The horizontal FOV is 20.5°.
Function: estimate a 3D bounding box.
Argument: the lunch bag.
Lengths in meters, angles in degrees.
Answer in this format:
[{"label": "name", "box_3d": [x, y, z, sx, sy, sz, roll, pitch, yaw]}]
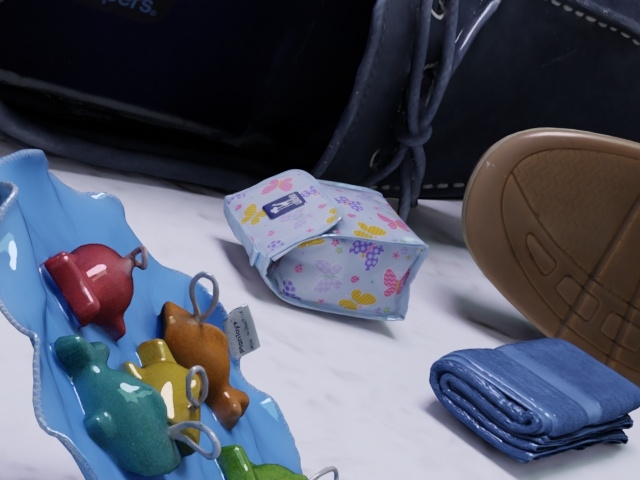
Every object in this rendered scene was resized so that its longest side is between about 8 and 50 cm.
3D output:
[{"label": "lunch bag", "box_3d": [0.000, 0.000, 0.855, 0.083, 0.053, 0.071, 8, 22, -22]}]

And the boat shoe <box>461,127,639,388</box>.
[{"label": "boat shoe", "box_3d": [0.216, 0.028, 0.994, 0.342, 0.123, 0.123, 19, 5, -20]}]

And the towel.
[{"label": "towel", "box_3d": [0.100, 0.073, 0.820, 0.067, 0.029, 0.119, 35, 20, 28]}]

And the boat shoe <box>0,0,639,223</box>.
[{"label": "boat shoe", "box_3d": [0.010, -0.093, 0.939, 0.500, 0.187, 0.156, 10, 28, -29]}]

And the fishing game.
[{"label": "fishing game", "box_3d": [-0.030, 0.047, 0.508, 0.264, 0.041, 0.189, 53, 10, -16]}]
